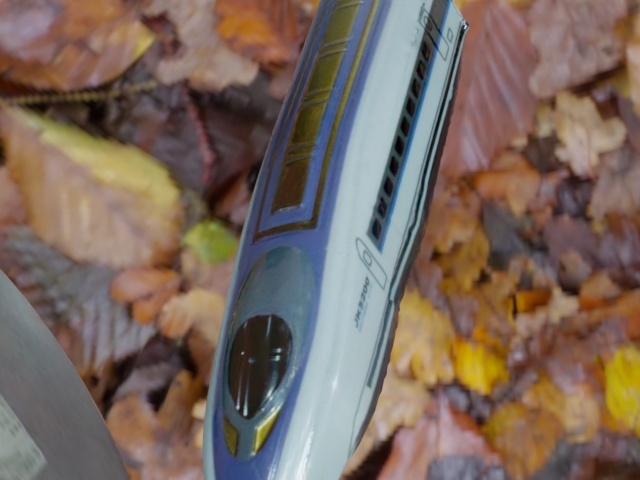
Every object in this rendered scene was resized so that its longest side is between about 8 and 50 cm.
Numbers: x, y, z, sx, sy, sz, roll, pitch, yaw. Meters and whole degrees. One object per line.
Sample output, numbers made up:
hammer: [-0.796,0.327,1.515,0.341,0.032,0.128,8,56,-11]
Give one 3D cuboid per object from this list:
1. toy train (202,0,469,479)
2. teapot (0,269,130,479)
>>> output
toy train: [0.000,0.001,0.605,0.055,0.252,0.048,-8,134,26]
teapot: [-0.286,0.175,0.727,0.362,0.376,0.305,-33,96,12]
